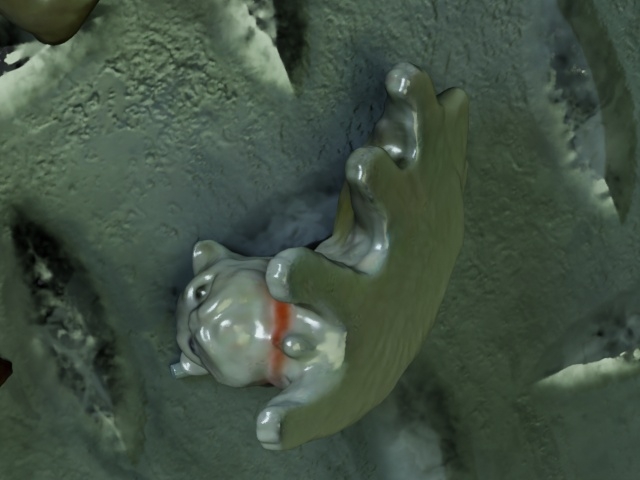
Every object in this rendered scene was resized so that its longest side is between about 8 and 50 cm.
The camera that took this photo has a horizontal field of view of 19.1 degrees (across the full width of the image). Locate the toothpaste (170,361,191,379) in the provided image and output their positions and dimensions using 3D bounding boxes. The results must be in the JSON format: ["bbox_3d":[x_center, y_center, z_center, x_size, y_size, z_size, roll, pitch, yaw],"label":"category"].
[{"bbox_3d":[-0.092,0.105,1.688,0.083,0.015,0.024,-16,120,-20],"label":"toothpaste"}]

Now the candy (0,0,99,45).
[{"bbox_3d":[-0.177,-0.265,1.483,0.104,0.102,0.234,34,91,-26],"label":"candy"}]

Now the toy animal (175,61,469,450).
[{"bbox_3d":[0.000,0.000,1.629,0.266,0.188,0.308,-6,100,-40],"label":"toy animal"}]

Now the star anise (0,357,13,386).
[{"bbox_3d":[-0.341,0.087,1.564,0.140,0.158,0.144,-34,83,-17],"label":"star anise"}]
